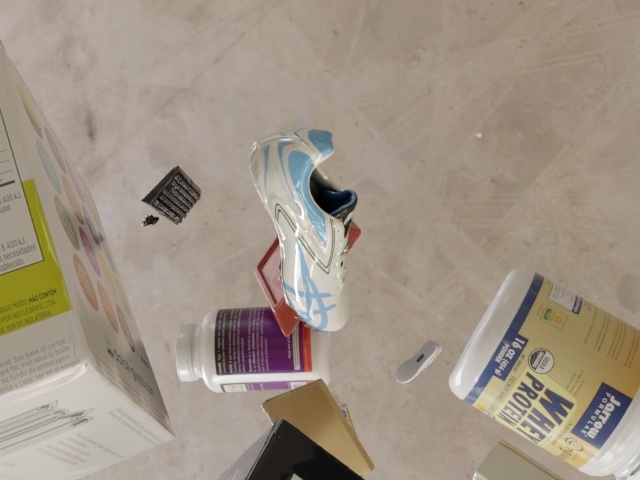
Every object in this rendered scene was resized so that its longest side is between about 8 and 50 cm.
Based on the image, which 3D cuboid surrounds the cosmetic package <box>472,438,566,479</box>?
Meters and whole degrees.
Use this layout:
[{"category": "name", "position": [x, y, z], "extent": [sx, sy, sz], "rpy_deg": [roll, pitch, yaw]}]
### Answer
[{"category": "cosmetic package", "position": [0.457, 0.566, 1.628], "extent": [0.309, 0.113, 0.160], "rpy_deg": [31, 136, 25]}]

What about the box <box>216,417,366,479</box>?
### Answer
[{"category": "box", "position": [-0.131, 0.538, 1.323], "extent": [0.212, 0.293, 0.395], "rpy_deg": [37, 128, -3]}]

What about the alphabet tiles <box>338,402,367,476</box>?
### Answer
[{"category": "alphabet tiles", "position": [-0.004, 0.487, 1.856], "extent": [0.009, 0.198, 0.237], "rpy_deg": [25, 136, 66]}]

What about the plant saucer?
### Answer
[{"category": "plant saucer", "position": [-0.044, 0.030, 1.635], "extent": [0.258, 0.047, 0.259], "rpy_deg": [-55, 27, 10]}]

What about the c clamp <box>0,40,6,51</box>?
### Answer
[{"category": "c clamp", "position": [-0.529, -0.267, 1.166], "extent": [0.022, 0.137, 0.161], "rpy_deg": [61, 171, 11]}]

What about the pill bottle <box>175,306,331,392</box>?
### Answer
[{"category": "pill bottle", "position": [-0.140, 0.234, 1.730], "extent": [0.323, 0.181, 0.182], "rpy_deg": [-3, 90, 2]}]

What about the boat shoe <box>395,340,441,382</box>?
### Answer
[{"category": "boat shoe", "position": [0.177, 0.219, 1.425], "extent": [0.100, 0.035, 0.035], "rpy_deg": [-49, 51, 13]}]

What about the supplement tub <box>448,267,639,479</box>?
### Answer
[{"category": "supplement tub", "position": [0.380, 0.207, 1.205], "extent": [0.316, 0.228, 0.228], "rpy_deg": [30, 118, 11]}]

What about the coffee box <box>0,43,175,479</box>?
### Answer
[{"category": "coffee box", "position": [-0.372, 0.068, 0.740], "extent": [0.338, 0.338, 0.334], "rpy_deg": [89, 158, -67]}]

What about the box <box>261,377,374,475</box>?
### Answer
[{"category": "box", "position": [-0.007, 0.376, 1.546], "extent": [0.164, 0.021, 0.201], "rpy_deg": [-29, 92, 36]}]

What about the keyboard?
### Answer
[{"category": "keyboard", "position": [-0.245, -0.058, 1.304], "extent": [0.023, 0.180, 0.108], "rpy_deg": [43, 86, 9]}]

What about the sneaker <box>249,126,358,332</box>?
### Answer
[{"category": "sneaker", "position": [0.000, 0.000, 0.762], "extent": [0.086, 0.085, 0.237], "rpy_deg": [-5, 130, 14]}]
